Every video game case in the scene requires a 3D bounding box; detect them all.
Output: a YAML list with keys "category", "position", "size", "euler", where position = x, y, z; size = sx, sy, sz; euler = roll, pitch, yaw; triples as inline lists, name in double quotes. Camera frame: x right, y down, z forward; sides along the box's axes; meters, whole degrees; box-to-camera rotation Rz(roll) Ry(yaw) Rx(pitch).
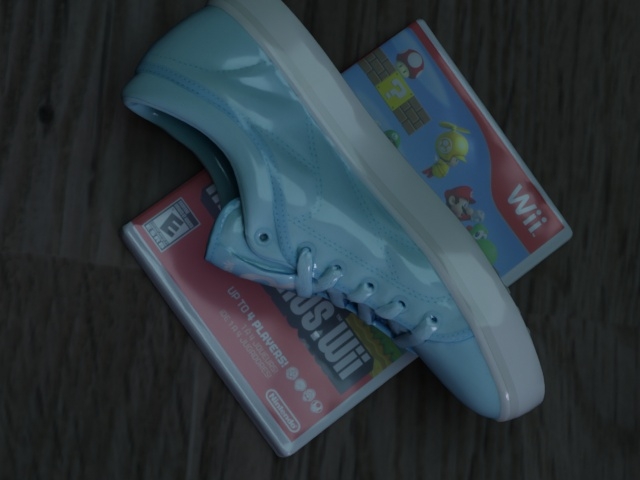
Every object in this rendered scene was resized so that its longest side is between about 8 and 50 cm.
- category: "video game case"
  position: [0.023, -0.005, 1.459]
  size: [0.285, 0.025, 0.204]
  euler: [-36, 92, -19]

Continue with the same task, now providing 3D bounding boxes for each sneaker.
- category: "sneaker"
  position: [0.000, 0.000, 1.380]
  size: [0.150, 0.135, 0.366]
  euler: [-38, 84, -11]
